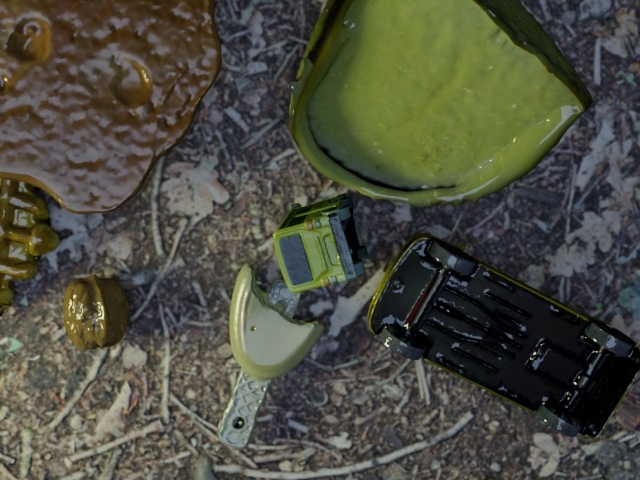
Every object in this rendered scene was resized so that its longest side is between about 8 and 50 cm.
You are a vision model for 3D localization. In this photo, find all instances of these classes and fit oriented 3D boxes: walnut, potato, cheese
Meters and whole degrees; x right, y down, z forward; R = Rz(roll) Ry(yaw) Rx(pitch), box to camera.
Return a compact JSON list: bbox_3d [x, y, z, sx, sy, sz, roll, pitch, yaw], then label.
[{"bbox_3d":[-0.281,0.089,1.265,0.079,0.082,0.096,-5,99,-30],"label":"walnut"},{"bbox_3d":[0.106,-0.204,1.195,0.330,0.212,0.280,38,113,-17],"label":"potato"},{"bbox_3d":[-0.080,0.155,1.295,0.127,0.050,0.235,21,96,-6],"label":"cheese"}]

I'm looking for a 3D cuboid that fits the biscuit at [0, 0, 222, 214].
[{"bbox_3d":[-0.304,-0.244,1.201,0.365,0.062,0.385,26,85,-8],"label":"biscuit"}]

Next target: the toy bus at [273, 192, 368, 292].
[{"bbox_3d":[0.000,0.000,1.217,0.101,0.175,0.088,-16,99,7],"label":"toy bus"}]

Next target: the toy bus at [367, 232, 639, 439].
[{"bbox_3d":[0.221,0.110,1.252,0.331,0.151,0.145,27,102,-8],"label":"toy bus"}]

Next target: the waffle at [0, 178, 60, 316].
[{"bbox_3d":[-0.490,-0.027,1.246,0.329,0.062,0.329,0,98,-3],"label":"waffle"}]
